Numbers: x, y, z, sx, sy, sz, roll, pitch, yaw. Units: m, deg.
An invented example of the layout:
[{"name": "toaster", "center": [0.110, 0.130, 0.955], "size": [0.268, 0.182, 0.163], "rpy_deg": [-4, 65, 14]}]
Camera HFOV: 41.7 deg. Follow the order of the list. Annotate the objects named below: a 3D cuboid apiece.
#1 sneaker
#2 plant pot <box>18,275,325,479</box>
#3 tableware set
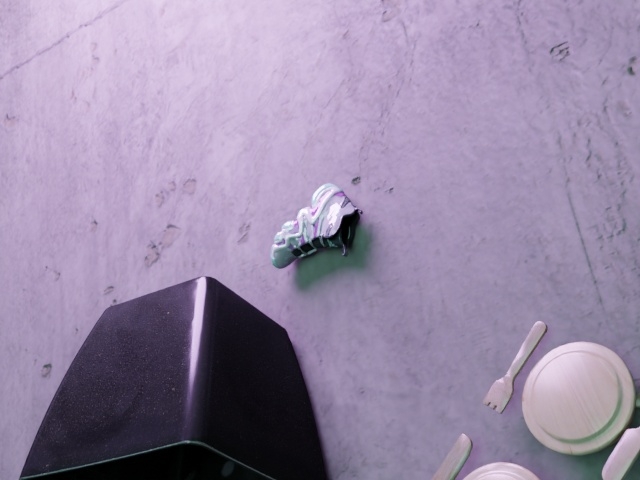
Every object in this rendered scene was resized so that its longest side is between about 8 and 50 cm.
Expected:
[{"name": "sneaker", "center": [0.000, 0.000, 0.789], "size": [0.098, 0.038, 0.069], "rpy_deg": [-52, 53, 8]}, {"name": "plant pot", "center": [-0.116, 0.143, 0.738], "size": [0.188, 0.187, 0.167], "rpy_deg": [-19, 51, 27]}, {"name": "tableware set", "center": [0.168, 0.167, 0.623], "size": [0.128, 0.039, 0.194], "rpy_deg": [31, 86, 48]}]
